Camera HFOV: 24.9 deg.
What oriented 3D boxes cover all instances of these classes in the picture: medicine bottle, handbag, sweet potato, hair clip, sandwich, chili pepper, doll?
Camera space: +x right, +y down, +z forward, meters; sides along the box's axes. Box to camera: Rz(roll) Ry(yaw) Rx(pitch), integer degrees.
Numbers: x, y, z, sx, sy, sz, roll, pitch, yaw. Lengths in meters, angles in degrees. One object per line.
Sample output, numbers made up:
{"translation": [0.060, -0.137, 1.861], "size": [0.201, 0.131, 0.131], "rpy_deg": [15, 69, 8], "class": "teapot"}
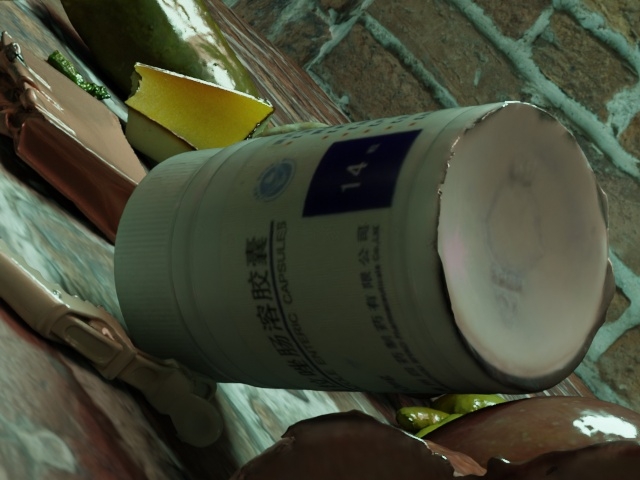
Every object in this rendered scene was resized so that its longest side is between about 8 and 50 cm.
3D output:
{"translation": [0.018, 0.013, 1.028], "size": [0.332, 0.190, 0.190], "rpy_deg": [-5, -33, 45], "class": "medicine bottle"}
{"translation": [-0.233, -0.097, 1.310], "size": [0.157, 0.059, 0.212], "rpy_deg": [40, 8, -35], "class": "handbag"}
{"translation": [-0.186, -0.220, 1.833], "size": [0.369, 0.158, 0.158], "rpy_deg": [55, 9, -2], "class": "sweet potato"}
{"translation": [-0.150, 0.071, 0.984], "size": [0.226, 0.034, 0.072], "rpy_deg": [39, 11, -31], "class": "hair clip"}
{"translation": [-0.154, -0.149, 1.690], "size": [0.162, 0.058, 0.193], "rpy_deg": [35, 31, 1], "class": "sandwich"}
{"translation": [-0.274, -0.183, 1.643], "size": [0.083, 0.022, 0.027], "rpy_deg": [39, 11, -9], "class": "chili pepper"}
{"translation": [0.147, 0.222, 1.544], "size": [0.137, 0.097, 0.209], "rpy_deg": [15, 16, 20], "class": "doll"}

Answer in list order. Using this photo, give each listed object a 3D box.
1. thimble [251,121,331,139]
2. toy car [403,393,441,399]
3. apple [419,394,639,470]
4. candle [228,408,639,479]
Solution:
{"translation": [0.001, -0.007, 1.504], "size": [0.229, 0.196, 0.148], "rpy_deg": [46, 7, 11], "class": "thimble"}
{"translation": [0.154, 0.074, 1.695], "size": [0.341, 0.271, 0.240], "rpy_deg": [36, 26, -44], "class": "toy car"}
{"translation": [0.162, 0.237, 0.910], "size": [0.305, 0.235, 0.306], "rpy_deg": [52, 3, -4], "class": "apple"}
{"translation": [0.096, 0.230, 0.709], "size": [0.131, 0.317, 0.287], "rpy_deg": [31, 57, -68], "class": "candle"}
